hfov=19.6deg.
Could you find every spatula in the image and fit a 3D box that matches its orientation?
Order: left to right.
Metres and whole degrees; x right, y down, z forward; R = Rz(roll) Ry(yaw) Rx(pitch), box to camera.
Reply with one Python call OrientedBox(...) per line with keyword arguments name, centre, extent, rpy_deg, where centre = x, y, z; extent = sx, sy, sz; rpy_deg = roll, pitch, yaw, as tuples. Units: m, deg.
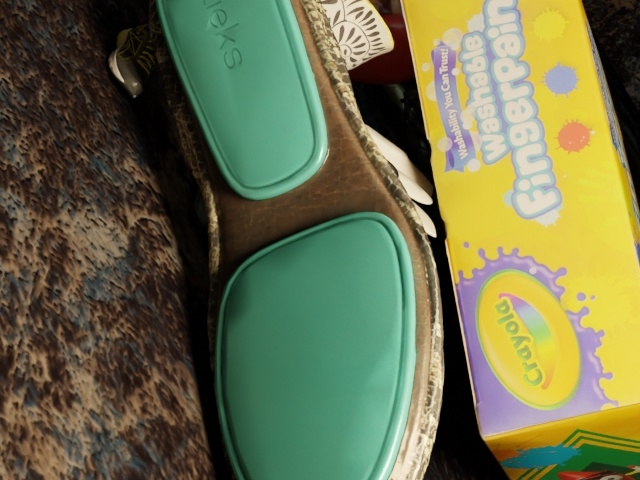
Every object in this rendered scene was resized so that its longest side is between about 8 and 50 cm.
OrientedBox(name="spatula", centre=(-0.004, -0.094, 1.527), extent=(0.242, 0.019, 0.168), rpy_deg=(34, 20, -8))

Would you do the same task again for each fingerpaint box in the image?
OrientedBox(name="fingerpaint box", centre=(0.212, 0.001, 1.689), extent=(0.371, 0.163, 0.444), rpy_deg=(55, 24, -64))

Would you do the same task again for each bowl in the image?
OrientedBox(name="bowl", centre=(-0.026, -0.193, 1.604), extent=(0.170, 0.080, 0.170), rpy_deg=(40, -7, 6))

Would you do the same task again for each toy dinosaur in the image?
OrientedBox(name="toy dinosaur", centre=(0.110, -0.122, 1.995), extent=(0.268, 0.064, 0.118), rpy_deg=(57, 11, -12))

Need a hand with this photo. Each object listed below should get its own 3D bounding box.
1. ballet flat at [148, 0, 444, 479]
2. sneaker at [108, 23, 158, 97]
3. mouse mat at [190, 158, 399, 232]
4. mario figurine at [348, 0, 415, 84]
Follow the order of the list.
OrientedBox(name="ballet flat", centre=(0.000, 0.000, 1.261), extent=(0.182, 0.164, 0.482), rpy_deg=(41, 30, -59))
OrientedBox(name="sneaker", centre=(-0.128, -0.133, 1.326), extent=(0.031, 0.035, 0.083), rpy_deg=(52, 20, -31))
OrientedBox(name="mouse mat", centre=(-0.015, -0.036, 1.400), extent=(0.153, 0.007, 0.189), rpy_deg=(29, 37, -13))
OrientedBox(name="mario figurine", centre=(0.017, -0.300, 1.796), extent=(0.320, 0.170, 0.198), rpy_deg=(59, 15, -8))
